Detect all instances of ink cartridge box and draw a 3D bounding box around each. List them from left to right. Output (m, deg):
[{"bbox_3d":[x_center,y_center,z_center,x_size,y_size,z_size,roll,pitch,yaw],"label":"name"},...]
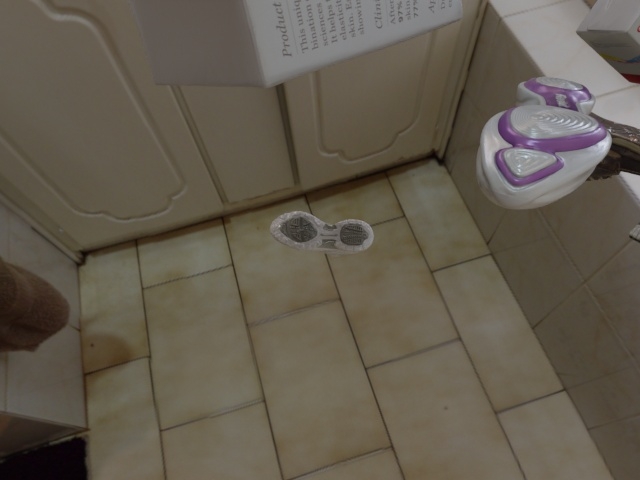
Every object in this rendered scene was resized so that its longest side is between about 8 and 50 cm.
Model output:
[{"bbox_3d":[0.587,-0.378,0.846,0.176,0.127,0.128,26,105,-21],"label":"ink cartridge box"}]

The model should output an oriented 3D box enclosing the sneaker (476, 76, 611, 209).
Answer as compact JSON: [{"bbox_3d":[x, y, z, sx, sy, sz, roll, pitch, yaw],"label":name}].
[{"bbox_3d":[0.245,-0.085,0.540,0.114,0.152,0.305,22,36,22],"label":"sneaker"}]

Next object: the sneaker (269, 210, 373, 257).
[{"bbox_3d":[0.000,0.000,1.089,0.233,0.115,0.090,10,71,3],"label":"sneaker"}]

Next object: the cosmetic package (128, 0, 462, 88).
[{"bbox_3d":[-0.053,-0.433,0.684,0.394,0.329,0.328,-30,32,-31],"label":"cosmetic package"}]

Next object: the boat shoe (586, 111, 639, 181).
[{"bbox_3d":[0.669,-0.210,1.124,0.132,0.130,0.355,-23,50,-40],"label":"boat shoe"}]

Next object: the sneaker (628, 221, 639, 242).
[{"bbox_3d":[0.528,-0.028,0.631,0.130,0.330,0.147,29,107,10],"label":"sneaker"}]
